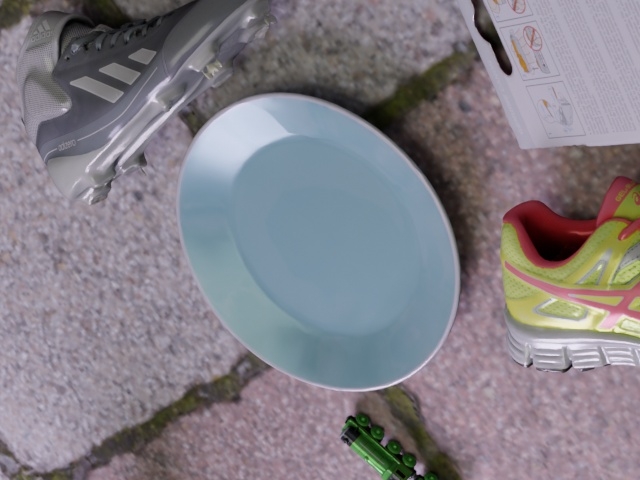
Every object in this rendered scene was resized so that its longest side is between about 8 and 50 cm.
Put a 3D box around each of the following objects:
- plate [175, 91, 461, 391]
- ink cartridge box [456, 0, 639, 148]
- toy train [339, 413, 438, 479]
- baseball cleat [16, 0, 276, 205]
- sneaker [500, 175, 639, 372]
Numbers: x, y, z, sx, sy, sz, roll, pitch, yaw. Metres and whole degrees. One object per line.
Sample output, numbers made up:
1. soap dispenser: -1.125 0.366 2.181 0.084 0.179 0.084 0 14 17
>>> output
1. plate: 0.000 0.000 1.007 0.188 0.024 0.188 15 121 27
2. ink cartridge box: 0.132 -0.117 0.838 0.179 0.045 0.145 3 120 65
3. toy train: 0.044 0.136 1.051 0.083 0.024 0.017 40 129 8
4. baseball cleat: -0.113 -0.105 0.994 0.109 0.072 0.206 53 127 6
5. sneaker: 0.173 0.013 0.865 0.209 0.081 0.094 -5 109 35
